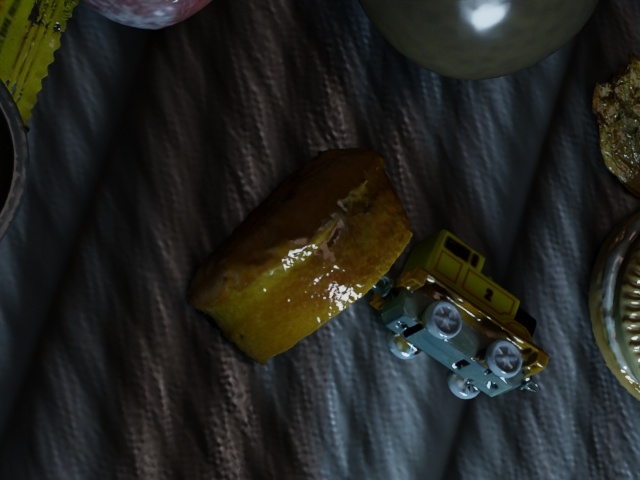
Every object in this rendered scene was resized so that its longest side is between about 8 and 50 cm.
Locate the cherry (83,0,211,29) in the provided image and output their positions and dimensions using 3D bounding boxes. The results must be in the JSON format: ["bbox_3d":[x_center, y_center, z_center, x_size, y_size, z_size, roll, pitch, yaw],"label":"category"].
[{"bbox_3d":[-0.180,-0.346,1.836,0.236,0.213,0.285,-18,97,-18],"label":"cherry"}]

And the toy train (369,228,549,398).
[{"bbox_3d":[0.147,0.078,1.967,0.219,0.089,0.127,34,57,-15],"label":"toy train"}]

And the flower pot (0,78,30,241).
[{"bbox_3d":[-0.397,-0.069,1.734,0.235,0.148,0.235,3,84,-23],"label":"flower pot"}]

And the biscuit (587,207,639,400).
[{"bbox_3d":[0.414,0.076,2.080,0.259,0.079,0.259,4,79,-22],"label":"biscuit"}]

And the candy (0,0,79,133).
[{"bbox_3d":[-0.380,-0.235,1.810,0.297,0.081,0.187,28,70,-27],"label":"candy"}]

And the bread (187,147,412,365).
[{"bbox_3d":[0.000,0.002,1.894,0.260,0.134,0.129,-44,100,-22],"label":"bread"}]

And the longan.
[{"bbox_3d":[0.160,-0.307,1.939,0.297,0.297,0.297,4,80,-22],"label":"longan"}]

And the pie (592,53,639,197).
[{"bbox_3d":[0.343,-0.120,2.111,0.092,0.034,0.170,-12,92,-25],"label":"pie"}]
